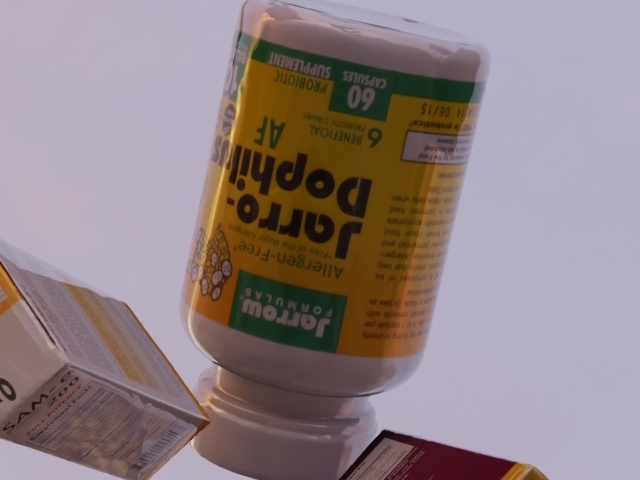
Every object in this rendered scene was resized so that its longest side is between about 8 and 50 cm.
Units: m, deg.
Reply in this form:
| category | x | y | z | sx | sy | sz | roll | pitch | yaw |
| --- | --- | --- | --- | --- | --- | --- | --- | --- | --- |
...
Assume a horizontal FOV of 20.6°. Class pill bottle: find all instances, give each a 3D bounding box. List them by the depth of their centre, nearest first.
| category | x | y | z | sx | sy | sz | roll | pitch | yaw |
| --- | --- | --- | --- | --- | --- | --- | --- | --- | --- |
| pill bottle | 0.000 | 0.000 | 0.804 | 0.118 | 0.117 | 0.208 | 16 | -78 | 18 |

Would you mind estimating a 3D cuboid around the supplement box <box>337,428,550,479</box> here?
| category | x | y | z | sx | sy | sz | roll | pitch | yaw |
| --- | --- | --- | --- | --- | --- | --- | --- | --- | --- |
| supplement box | 0.059 | 0.142 | 0.690 | 0.104 | 0.081 | 0.188 | 46 | -11 | -8 |

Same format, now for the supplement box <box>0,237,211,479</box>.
| category | x | y | z | sx | sy | sz | roll | pitch | yaw |
| --- | --- | --- | --- | --- | --- | --- | --- | --- | --- |
| supplement box | -0.086 | 0.041 | 0.586 | 0.062 | 0.036 | 0.098 | 51 | 8 | 29 |
